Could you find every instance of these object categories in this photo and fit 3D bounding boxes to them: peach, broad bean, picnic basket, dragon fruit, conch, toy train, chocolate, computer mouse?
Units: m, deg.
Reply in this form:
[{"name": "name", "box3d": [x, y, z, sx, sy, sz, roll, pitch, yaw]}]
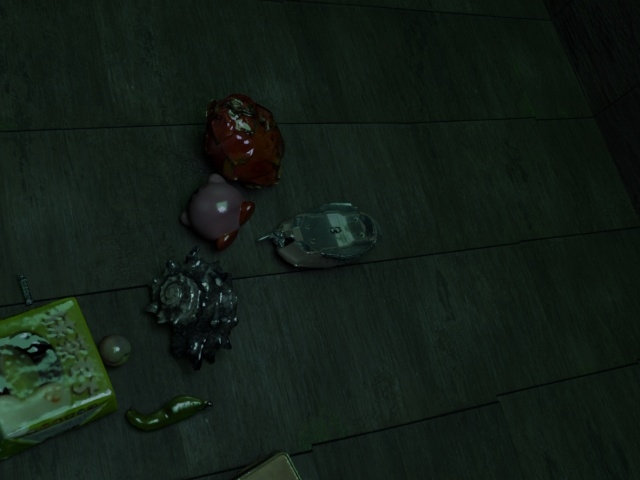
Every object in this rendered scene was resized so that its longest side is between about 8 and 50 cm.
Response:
[{"name": "peach", "box3d": [-0.509, 0.271, 1.793, 0.083, 0.083, 0.083, 11, 62, -22]}, {"name": "broad bean", "box3d": [-0.373, 0.427, 1.805, 0.214, 0.048, 0.070, -6, 71, -26]}, {"name": "picnic basket", "box3d": [-0.166, 0.639, 1.754, 0.267, 0.139, 0.165, -25, 80, -33]}, {"name": "dragon fruit", "box3d": [-0.219, -0.283, 2.105, 0.315, 0.250, 0.250, 18, 52, -60]}, {"name": "conch", "box3d": [-0.331, 0.175, 1.878, 0.241, 0.186, 0.313, -13, 91, -3]}, {"name": "toy train", "box3d": [-0.728, 0.120, 1.789, 0.017, 0.017, 0.083, -14, 74, -34]}, {"name": "chocolate", "box3d": [-0.646, 0.301, 1.671, 0.289, 0.137, 0.301, -19, 75, -32]}, {"name": "computer mouse", "box3d": [0.000, 0.004, 2.161, 0.389, 0.115, 0.199, -7, 54, -17]}]

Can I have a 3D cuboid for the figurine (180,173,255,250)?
[{"name": "figurine", "box3d": [-0.289, -0.083, 2.020, 0.173, 0.173, 0.173, 11, 62, -22]}]
